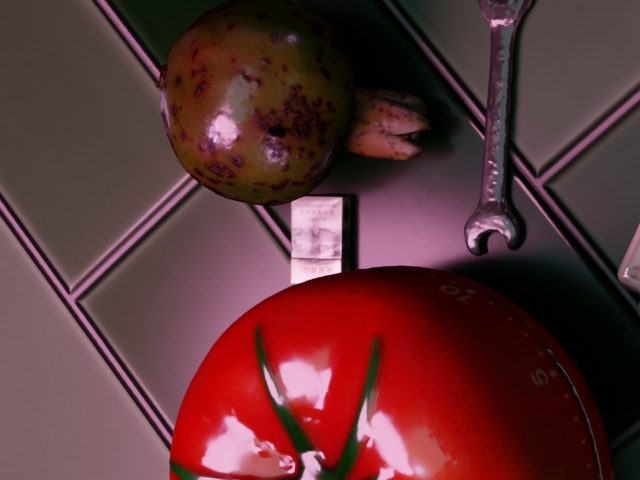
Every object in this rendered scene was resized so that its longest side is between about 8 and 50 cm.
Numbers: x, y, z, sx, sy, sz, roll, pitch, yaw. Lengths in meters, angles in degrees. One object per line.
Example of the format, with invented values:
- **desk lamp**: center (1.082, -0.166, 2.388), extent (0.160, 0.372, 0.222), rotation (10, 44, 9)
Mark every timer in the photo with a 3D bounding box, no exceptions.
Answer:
- **timer**: center (0.060, 0.209, 1.446), extent (0.378, 0.279, 0.378), rotation (0, 90, 33)

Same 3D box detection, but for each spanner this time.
- **spanner**: center (0.160, -0.112, 1.546), extent (0.054, 0.015, 0.254), rotation (5, 93, 25)

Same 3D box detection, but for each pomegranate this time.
- **pomegranate**: center (-0.024, -0.120, 1.537), extent (0.248, 0.202, 0.202), rotation (9, 96, -4)

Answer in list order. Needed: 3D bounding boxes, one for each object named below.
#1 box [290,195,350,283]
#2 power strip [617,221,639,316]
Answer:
- **box**: center (0.000, 0.000, 1.613), extent (0.054, 0.024, 0.083), rotation (1, 92, 22)
- **power strip**: center (0.352, -0.081, 1.443), extent (0.098, 0.058, 0.338), rotation (27, 102, 20)
